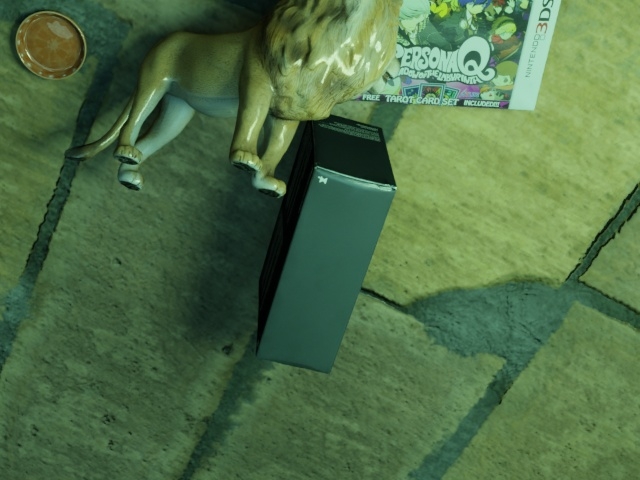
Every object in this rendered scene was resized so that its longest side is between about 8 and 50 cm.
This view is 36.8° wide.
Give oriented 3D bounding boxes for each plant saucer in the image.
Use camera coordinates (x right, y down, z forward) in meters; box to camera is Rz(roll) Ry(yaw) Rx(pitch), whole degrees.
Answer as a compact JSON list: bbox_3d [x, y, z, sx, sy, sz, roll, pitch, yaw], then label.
[{"bbox_3d":[-0.320,-0.234,1.148,0.084,0.013,0.083,0,118,0],"label":"plant saucer"}]

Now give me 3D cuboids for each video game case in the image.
[{"bbox_3d":[0.151,-0.250,1.101,0.232,0.041,0.210,3,131,-2],"label":"video game case"}]

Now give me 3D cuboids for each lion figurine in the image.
[{"bbox_3d":[-0.106,-0.178,1.073,0.392,0.240,0.142,7,164,27],"label":"lion figurine"}]

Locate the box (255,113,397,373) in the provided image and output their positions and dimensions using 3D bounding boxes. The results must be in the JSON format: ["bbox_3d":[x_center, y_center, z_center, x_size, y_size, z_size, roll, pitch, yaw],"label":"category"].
[{"bbox_3d":[0.000,0.000,1.175,0.103,0.184,0.261,15,117,-7],"label":"box"}]
